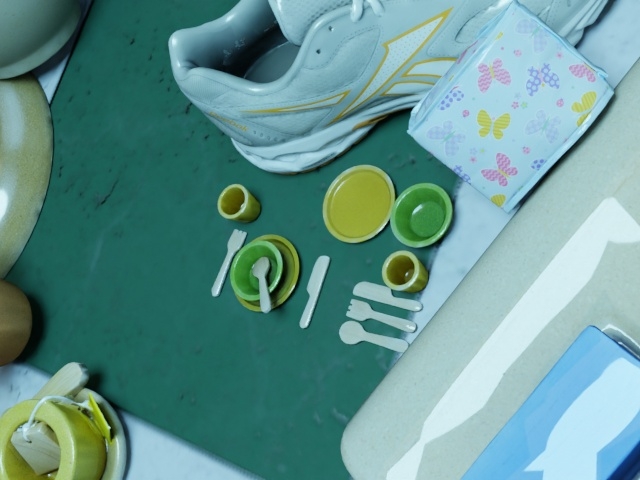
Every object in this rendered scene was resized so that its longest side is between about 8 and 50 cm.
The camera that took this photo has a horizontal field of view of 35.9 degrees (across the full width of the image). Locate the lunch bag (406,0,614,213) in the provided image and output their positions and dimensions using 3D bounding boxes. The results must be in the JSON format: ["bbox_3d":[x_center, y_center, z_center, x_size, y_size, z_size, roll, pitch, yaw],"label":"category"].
[{"bbox_3d":[0.097,-0.069,0.502,0.071,0.053,0.083,36,116,-7],"label":"lunch bag"}]

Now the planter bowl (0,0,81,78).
[{"bbox_3d":[-0.245,-0.189,0.725,0.162,0.109,0.162,-12,51,16],"label":"planter bowl"}]

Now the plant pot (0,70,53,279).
[{"bbox_3d":[-0.308,-0.046,0.776,0.236,0.032,0.236,-11,69,29],"label":"plant pot"}]

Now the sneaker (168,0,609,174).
[{"bbox_3d":[0.035,-0.123,0.537,0.262,0.121,0.099,-28,62,21],"label":"sneaker"}]

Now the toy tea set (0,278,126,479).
[{"bbox_3d":[-0.282,0.080,0.637,0.200,0.124,0.336,-44,66,13],"label":"toy tea set"}]

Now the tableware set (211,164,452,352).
[{"bbox_3d":[0.000,0.000,0.577,0.154,0.024,0.104,15,82,35],"label":"tableware set"}]

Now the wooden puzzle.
[{"bbox_3d":[0.197,0.071,0.398,0.348,0.080,0.322,42,98,34],"label":"wooden puzzle"}]
